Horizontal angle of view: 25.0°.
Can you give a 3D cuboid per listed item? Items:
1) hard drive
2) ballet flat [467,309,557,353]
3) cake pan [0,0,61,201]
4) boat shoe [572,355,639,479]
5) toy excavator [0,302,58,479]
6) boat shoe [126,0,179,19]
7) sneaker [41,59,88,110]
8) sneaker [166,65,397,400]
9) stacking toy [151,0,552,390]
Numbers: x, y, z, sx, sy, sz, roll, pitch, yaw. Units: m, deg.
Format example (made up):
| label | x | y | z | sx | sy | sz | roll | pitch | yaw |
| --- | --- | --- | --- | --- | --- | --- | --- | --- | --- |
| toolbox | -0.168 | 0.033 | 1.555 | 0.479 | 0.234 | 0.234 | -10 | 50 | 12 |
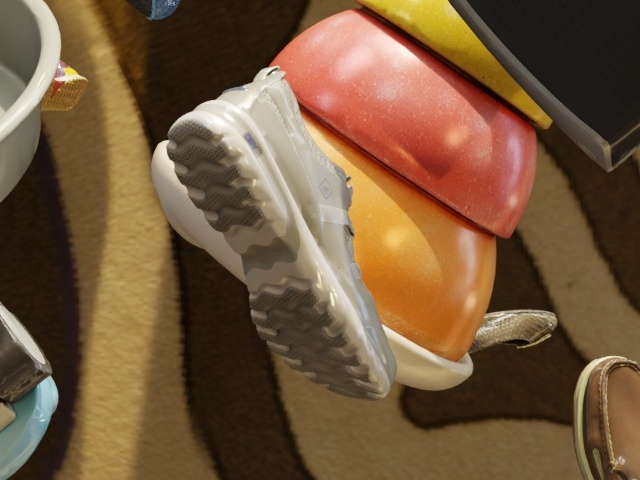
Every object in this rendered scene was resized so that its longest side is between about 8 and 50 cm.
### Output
| label | x | y | z | sx | sy | sz | roll | pitch | yaw |
| --- | --- | --- | --- | --- | --- | --- | --- | --- | --- |
| hard drive | 0.146 | -0.185 | 0.853 | 0.172 | 0.054 | 0.254 | -41 | 79 | 20 |
| ballet flat | 0.175 | 0.113 | 1.618 | 0.250 | 0.084 | 0.058 | -3 | 80 | -43 |
| cake pan | -0.276 | -0.062 | 0.745 | 0.293 | 0.293 | 0.054 | -25 | 131 | -25 |
| boat shoe | 0.289 | 0.220 | 1.228 | 0.095 | 0.095 | 0.257 | -9 | 79 | -22 |
| toy excavator | -0.428 | 0.151 | 1.712 | 0.222 | 0.433 | 0.445 | -38 | 147 | -4 |
| boat shoe | -0.227 | -0.437 | 1.999 | 0.109 | 0.089 | 0.258 | -9 | 123 | -61 |
| sneaker | -0.384 | -0.215 | 1.891 | 0.084 | 0.185 | 0.069 | 35 | 99 | 17 |
| sneaker | 0.000 | 0.000 | 1.075 | 0.115 | 0.105 | 0.281 | -47 | 125 | -33 |
| stacking toy | 0.111 | -0.137 | 1.290 | 0.350 | 0.350 | 0.480 | 34 | 97 | -20 |
